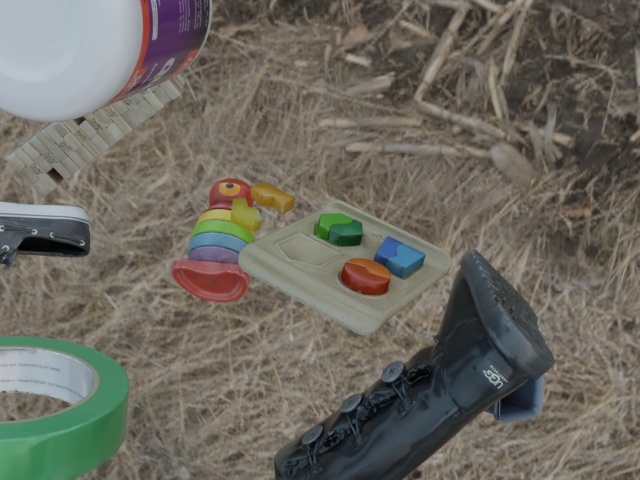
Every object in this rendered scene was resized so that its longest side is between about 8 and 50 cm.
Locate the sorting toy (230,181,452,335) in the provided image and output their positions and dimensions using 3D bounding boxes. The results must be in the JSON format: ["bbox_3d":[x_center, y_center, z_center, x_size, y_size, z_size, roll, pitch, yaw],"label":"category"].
[{"bbox_3d":[0.000,0.000,1.074,0.307,0.041,0.229,27,34,23],"label":"sorting toy"}]

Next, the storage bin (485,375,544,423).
[{"bbox_3d":[0.302,0.246,1.352,0.091,0.135,0.098,4,90,44],"label":"storage bin"}]

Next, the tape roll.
[{"bbox_3d":[-0.425,0.224,1.091,0.321,0.321,0.077,12,106,17],"label":"tape roll"}]

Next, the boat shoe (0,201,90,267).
[{"bbox_3d":[-0.416,0.000,1.074,0.080,0.228,0.076,-37,64,41],"label":"boat shoe"}]

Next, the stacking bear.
[{"bbox_3d":[-0.224,-0.018,1.869,0.175,0.164,0.289,5,59,6],"label":"stacking bear"}]

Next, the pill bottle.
[{"bbox_3d":[-0.219,-0.235,0.811,0.181,0.182,0.323,0,19,10],"label":"pill bottle"}]

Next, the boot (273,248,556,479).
[{"bbox_3d":[0.128,0.233,1.244,0.146,0.367,0.445,44,105,-4],"label":"boot"}]

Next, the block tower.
[{"bbox_3d":[-0.376,-0.204,1.357,0.335,0.097,0.091,-35,21,14],"label":"block tower"}]
